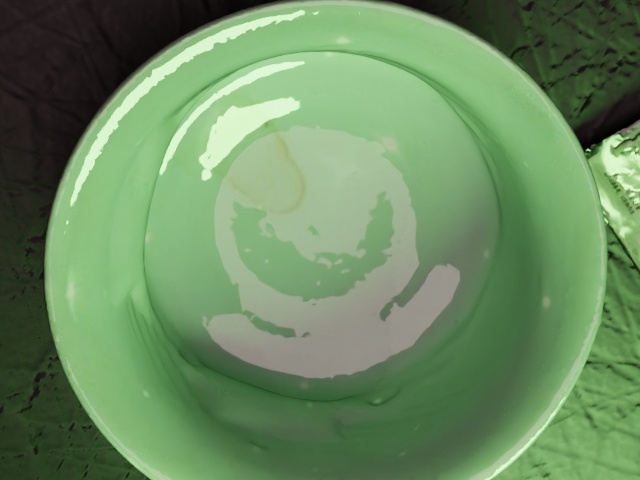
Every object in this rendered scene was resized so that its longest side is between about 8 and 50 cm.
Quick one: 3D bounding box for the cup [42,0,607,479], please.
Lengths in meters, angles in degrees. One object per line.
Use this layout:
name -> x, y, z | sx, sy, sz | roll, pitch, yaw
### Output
cup -> 0.000, 0.000, 1.119 | 0.347, 0.163, 0.347 | -1, 107, -3

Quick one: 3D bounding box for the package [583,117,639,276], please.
package -> 0.309, -0.059, 1.191 | 0.239, 0.030, 0.154 | -34, 104, 7
